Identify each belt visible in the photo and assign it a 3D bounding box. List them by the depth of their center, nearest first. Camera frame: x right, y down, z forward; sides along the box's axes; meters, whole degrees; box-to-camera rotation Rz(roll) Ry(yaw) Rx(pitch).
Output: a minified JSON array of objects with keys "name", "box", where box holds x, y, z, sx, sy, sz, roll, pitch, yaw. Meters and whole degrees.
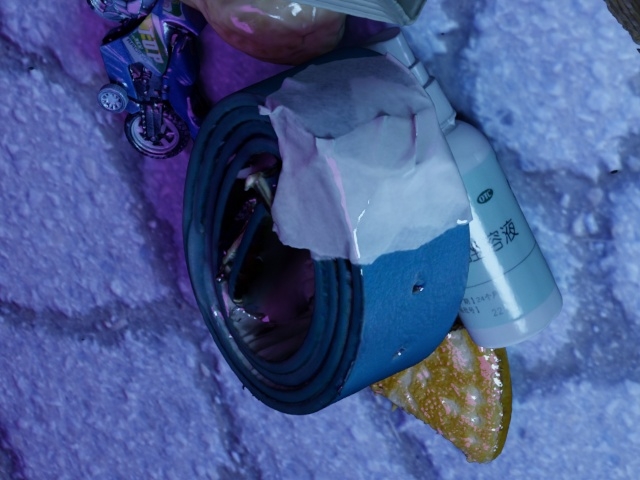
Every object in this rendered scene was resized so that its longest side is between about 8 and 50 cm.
[{"name":"belt","box":[0.000,0.001,1.510,0.300,0.173,0.436,53,153,21]}]

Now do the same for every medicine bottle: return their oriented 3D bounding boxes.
[{"name":"medicine bottle","box":[0.137,-0.057,1.528,0.110,0.110,0.352,-16,112,32]}]

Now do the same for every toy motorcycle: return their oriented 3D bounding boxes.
[{"name":"toy motorcycle","box":[-0.172,-0.191,1.606,0.135,0.092,0.254,-1,128,15]}]

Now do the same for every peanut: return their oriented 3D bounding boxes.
[{"name":"peanut","box":[-0.092,-0.268,1.498,0.257,0.123,0.123,31,128,2]}]

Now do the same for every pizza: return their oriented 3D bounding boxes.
[{"name":"pizza","box":[0.132,0.160,1.701,0.199,0.062,0.188,9,111,27]}]

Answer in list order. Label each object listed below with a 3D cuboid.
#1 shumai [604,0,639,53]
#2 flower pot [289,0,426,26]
[{"name":"shumai","box":[0.389,-0.277,1.278,0.283,0.217,0.346,-45,108,6]},{"name":"flower pot","box":[0.018,-0.325,1.345,0.190,0.239,0.209,16,86,16]}]
